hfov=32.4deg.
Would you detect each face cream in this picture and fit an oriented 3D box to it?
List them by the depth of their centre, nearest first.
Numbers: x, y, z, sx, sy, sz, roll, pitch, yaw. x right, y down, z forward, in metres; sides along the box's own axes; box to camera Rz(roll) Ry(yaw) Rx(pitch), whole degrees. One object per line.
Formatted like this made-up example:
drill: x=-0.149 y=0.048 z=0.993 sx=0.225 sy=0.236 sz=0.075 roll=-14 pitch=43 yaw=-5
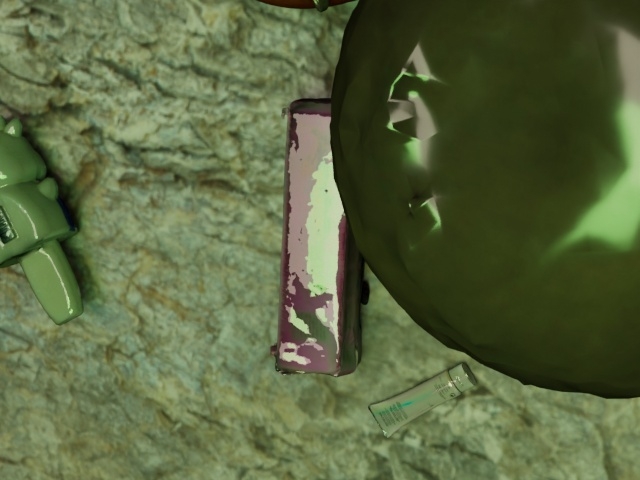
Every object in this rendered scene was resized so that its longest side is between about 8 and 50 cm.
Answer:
face cream: x=0.102 y=0.159 z=1.107 sx=0.115 sy=0.020 sz=0.038 roll=-32 pitch=89 yaw=20

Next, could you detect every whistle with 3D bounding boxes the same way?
whistle: x=-0.317 y=-0.025 z=1.174 sx=0.110 sy=0.092 sz=0.244 roll=-29 pitch=88 yaw=18

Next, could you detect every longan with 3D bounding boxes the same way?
longan: x=0.203 y=-0.086 z=0.836 sx=0.404 sy=0.404 sz=0.436 roll=-26 pitch=111 yaw=19

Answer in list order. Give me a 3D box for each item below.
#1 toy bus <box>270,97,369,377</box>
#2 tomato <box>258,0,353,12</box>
toy bus: x=0.001 y=0.000 z=1.072 sx=0.090 sy=0.112 sz=0.274 roll=4 pitch=100 yaw=10
tomato: x=-0.023 y=-0.366 z=0.934 sx=0.322 sy=0.321 sz=0.321 roll=3 pitch=99 yaw=17
